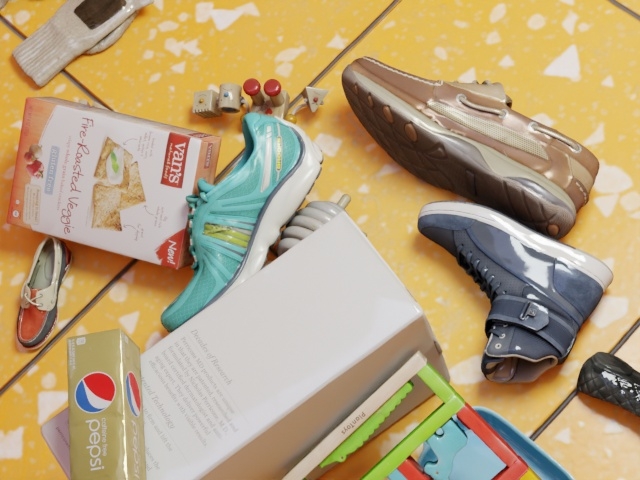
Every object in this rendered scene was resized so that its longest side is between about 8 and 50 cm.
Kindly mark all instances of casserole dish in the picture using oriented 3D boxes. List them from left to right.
[{"bbox_3d":[0.187,0.257,1.490,0.188,0.037,0.114,40,80,26],"label":"casserole dish"}]

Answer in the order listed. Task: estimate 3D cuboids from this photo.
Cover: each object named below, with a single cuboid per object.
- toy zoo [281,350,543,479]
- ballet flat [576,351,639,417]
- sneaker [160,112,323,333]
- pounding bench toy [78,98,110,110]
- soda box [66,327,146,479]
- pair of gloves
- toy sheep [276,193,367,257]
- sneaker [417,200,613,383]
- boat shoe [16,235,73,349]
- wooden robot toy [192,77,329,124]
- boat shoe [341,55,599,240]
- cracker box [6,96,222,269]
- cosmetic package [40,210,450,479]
[{"bbox_3d":[0.129,0.280,1.426,0.192,0.030,0.293,-45,88,8],"label":"toy zoo"},{"bbox_3d":[0.346,0.177,1.492,0.173,0.049,0.057,35,33,24],"label":"ballet flat"},{"bbox_3d":[-0.108,-0.017,1.619,0.110,0.107,0.275,32,85,-16],"label":"sneaker"},{"bbox_3d":[-0.281,-0.130,1.770,0.083,0.052,0.065,31,76,24],"label":"pounding bench toy"},{"bbox_3d":[-0.203,0.180,1.366,0.058,0.061,0.181,-11,64,8],"label":"soda box"},{"bbox_3d":[-0.343,-0.337,1.887,0.204,0.042,0.240,-32,62,-2],"label":"pair of gloves"},{"bbox_3d":[0.000,0.000,1.628,0.091,0.091,0.132,23,58,22],"label":"toy sheep"},{"bbox_3d":[0.180,0.058,1.555,0.226,0.086,0.163,23,70,21],"label":"sneaker"},{"bbox_3d":[-0.330,0.061,1.698,0.049,0.043,0.137,10,70,15],"label":"boat shoe"},{"bbox_3d":[-0.075,-0.147,1.723,0.173,0.076,0.079,2,77,14],"label":"wooden robot toy"},{"bbox_3d":[0.170,-0.122,1.633,0.324,0.123,0.116,34,70,18],"label":"boat shoe"},{"bbox_3d":[-0.243,-0.070,1.683,0.232,0.067,0.155,14,101,16],"label":"cracker box"},{"bbox_3d":[-0.067,0.169,1.492,0.385,0.217,0.156,-36,63,-6],"label":"cosmetic package"}]
